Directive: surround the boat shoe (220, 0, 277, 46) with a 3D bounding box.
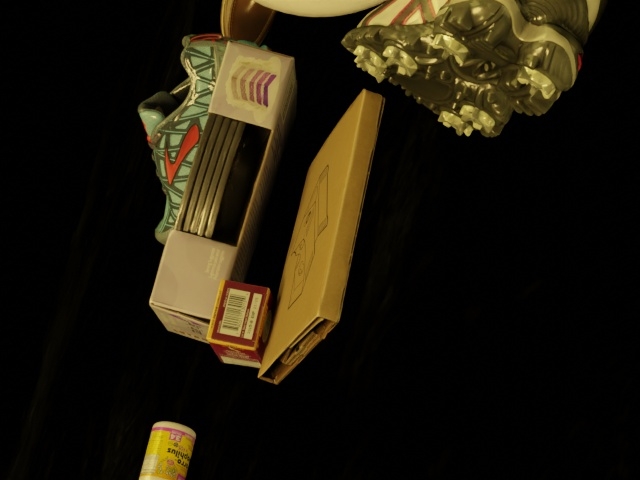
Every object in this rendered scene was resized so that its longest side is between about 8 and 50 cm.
[{"bbox_3d":[-0.066,-0.298,2.226,0.060,0.064,0.178,-174,104,-80],"label":"boat shoe"}]

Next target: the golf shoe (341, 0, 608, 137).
[{"bbox_3d":[0.103,-0.135,1.173,0.120,0.105,0.273,-58,15,-11],"label":"golf shoe"}]

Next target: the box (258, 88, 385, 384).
[{"bbox_3d":[0.000,0.000,1.579,0.164,0.021,0.201,130,155,-62],"label":"box"}]

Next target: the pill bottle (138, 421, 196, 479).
[{"bbox_3d":[-0.148,0.218,1.878,0.043,0.043,0.083,134,152,-65],"label":"pill bottle"}]

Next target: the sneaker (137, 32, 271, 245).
[{"bbox_3d":[-0.148,-0.116,2.175,0.104,0.125,0.261,-97,28,-65],"label":"sneaker"}]

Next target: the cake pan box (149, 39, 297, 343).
[{"bbox_3d":[-0.083,-0.034,1.781,0.267,0.070,0.245,94,-169,-84],"label":"cake pan box"}]

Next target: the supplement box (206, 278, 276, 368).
[{"bbox_3d":[-0.063,0.071,1.641,0.083,0.043,0.055,69,-148,-73],"label":"supplement box"}]

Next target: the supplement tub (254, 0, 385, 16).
[{"bbox_3d":[-0.020,-0.305,1.616,0.316,0.228,0.228,-132,61,-77],"label":"supplement tub"}]
